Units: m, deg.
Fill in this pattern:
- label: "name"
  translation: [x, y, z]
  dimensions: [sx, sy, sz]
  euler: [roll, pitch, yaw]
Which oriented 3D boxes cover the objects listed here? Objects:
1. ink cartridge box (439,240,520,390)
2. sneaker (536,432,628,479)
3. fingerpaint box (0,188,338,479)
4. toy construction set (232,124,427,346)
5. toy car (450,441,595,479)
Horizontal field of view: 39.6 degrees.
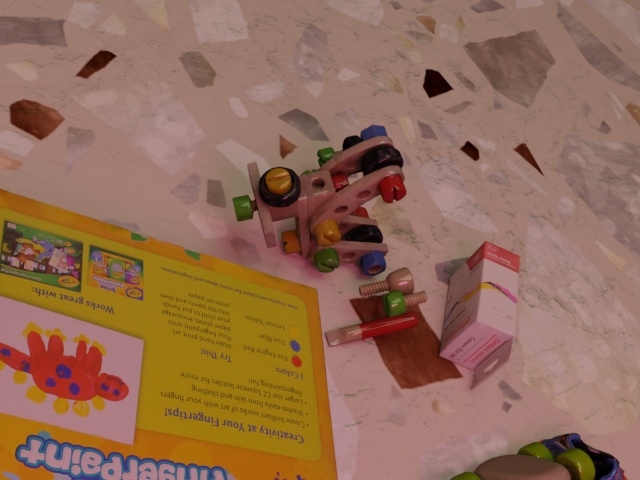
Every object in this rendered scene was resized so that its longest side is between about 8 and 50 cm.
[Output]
- label: "ink cartridge box"
  translation: [0.240, 0.114, 1.347]
  dimensions: [0.067, 0.115, 0.198]
  euler: [24, 48, -10]
- label: "sneaker"
  translation: [0.407, 0.355, 1.268]
  dimensions: [0.221, 0.087, 0.083]
  euler: [34, 48, 1]
- label: "fingerpaint box"
  translation: [-0.207, 0.187, 0.976]
  dimensions: [0.444, 0.163, 0.371]
  euler: [19, 48, -33]
- label: "toy construction set"
  translation: [0.000, 0.000, 1.285]
  dimensions: [0.237, 0.257, 0.309]
  euler: [-13, 84, -14]
- label: "toy car"
  translation: [0.282, 0.387, 1.182]
  dimensions: [0.155, 0.149, 0.189]
  euler: [-13, 91, -30]
